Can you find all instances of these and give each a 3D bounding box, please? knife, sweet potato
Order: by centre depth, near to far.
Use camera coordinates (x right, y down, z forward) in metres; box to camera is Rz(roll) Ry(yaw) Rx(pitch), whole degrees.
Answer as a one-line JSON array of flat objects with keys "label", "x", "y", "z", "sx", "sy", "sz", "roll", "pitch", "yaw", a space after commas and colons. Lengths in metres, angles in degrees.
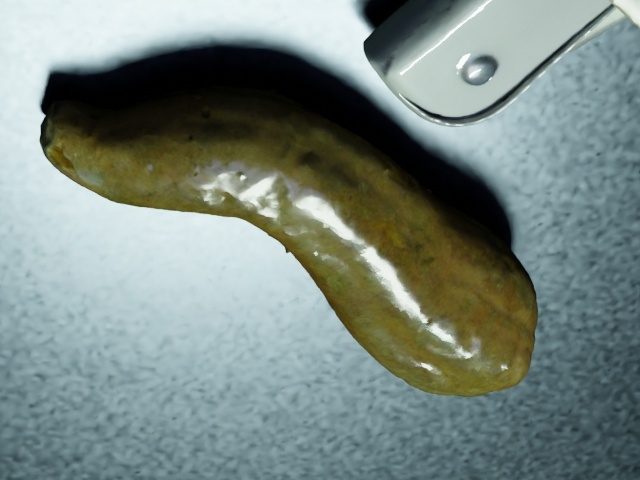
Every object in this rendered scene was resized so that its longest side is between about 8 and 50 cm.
[{"label": "knife", "x": 0.133, "y": -0.130, "z": 0.630, "sx": 0.266, "sy": 0.040, "sz": 0.073, "roll": -37, "pitch": 125, "yaw": 18}, {"label": "sweet potato", "x": 0.002, "y": -0.005, "z": 0.694, "sx": 0.233, "sy": 0.062, "sz": 0.081, "roll": 31, "pitch": 118, "yaw": -25}]

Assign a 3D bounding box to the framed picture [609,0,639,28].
[{"label": "framed picture", "x": 0.139, "y": -0.183, "z": 0.551, "sx": 0.315, "sy": 0.024, "sz": 0.232, "roll": 38, "pitch": 117, "yaw": -16}]
